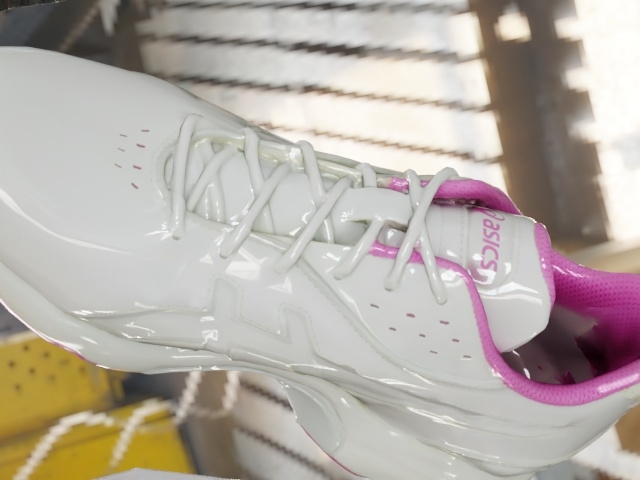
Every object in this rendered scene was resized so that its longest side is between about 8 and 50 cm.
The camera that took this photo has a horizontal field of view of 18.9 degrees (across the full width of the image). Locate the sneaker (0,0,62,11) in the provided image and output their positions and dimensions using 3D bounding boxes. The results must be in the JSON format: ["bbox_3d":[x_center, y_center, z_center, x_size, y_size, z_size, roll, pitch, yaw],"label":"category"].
[{"bbox_3d":[-0.287,-0.245,1.611,0.124,0.283,0.107,-106,-11,-56],"label":"sneaker"}]

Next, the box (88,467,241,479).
[{"bbox_3d":[-0.056,0.192,0.820,0.091,0.130,0.170,-18,66,43],"label":"box"}]

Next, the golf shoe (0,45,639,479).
[{"bbox_3d":[0.000,0.000,0.697,0.140,0.306,0.115,-29,46,42],"label":"golf shoe"}]
